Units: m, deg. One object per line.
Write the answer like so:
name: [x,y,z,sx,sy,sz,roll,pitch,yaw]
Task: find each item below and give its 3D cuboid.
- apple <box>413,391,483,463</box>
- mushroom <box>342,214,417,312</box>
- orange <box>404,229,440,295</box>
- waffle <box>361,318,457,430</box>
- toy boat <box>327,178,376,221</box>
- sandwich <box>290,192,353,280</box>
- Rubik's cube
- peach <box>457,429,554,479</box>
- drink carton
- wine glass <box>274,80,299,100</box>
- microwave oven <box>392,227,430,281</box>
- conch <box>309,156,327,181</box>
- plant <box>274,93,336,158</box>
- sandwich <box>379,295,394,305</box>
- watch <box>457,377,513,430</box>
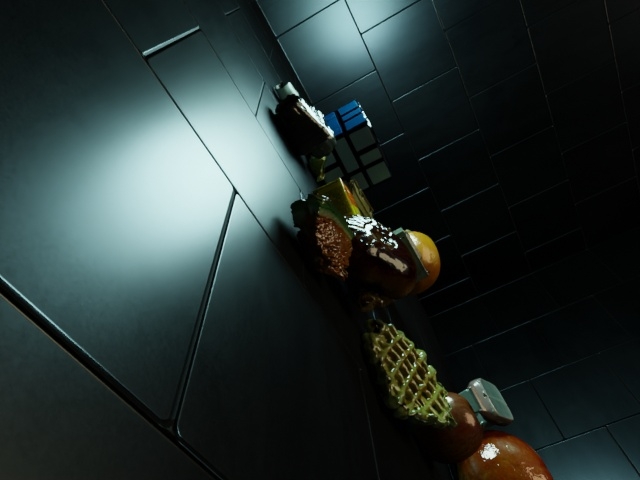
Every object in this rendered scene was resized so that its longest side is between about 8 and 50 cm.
apple: [0.359,0.524,1.274,0.188,0.174,0.188,61,9,-16]
mushroom: [0.132,0.048,1.218,0.297,0.163,0.278,21,43,-24]
orange: [0.384,0.098,2.024,0.312,0.312,0.312,59,12,-21]
waffle: [0.226,0.353,1.187,0.317,0.073,0.297,35,25,-32]
toy boat: [0.147,-0.114,1.856,0.445,0.136,0.162,51,42,-53]
sandwich: [-0.004,-0.005,1.039,0.185,0.109,0.159,44,49,-52]
Rubik's cube: [0.111,-0.374,1.911,0.293,0.284,0.288,54,13,-35]
peach: [0.617,0.815,1.485,0.372,0.290,0.372,56,6,-9]
drink carton: [0.096,-0.018,1.481,0.154,0.111,0.351,42,25,-60]
wine glass: [-0.108,-0.545,1.817,0.195,0.079,0.079,57,13,-37]
microwave oven: [0.306,0.073,1.759,0.205,0.163,0.129,61,8,-4]
conch: [-0.002,-0.287,1.718,0.089,0.074,0.121,-20,109,-43]
plant: [-0.050,-0.389,1.583,0.256,0.142,0.164,39,24,-38]
sandwich: [0.205,0.138,1.734,0.214,0.065,0.186,54,15,-42]
watch: [0.530,0.629,1.630,0.253,0.241,0.161,32,26,-38]
